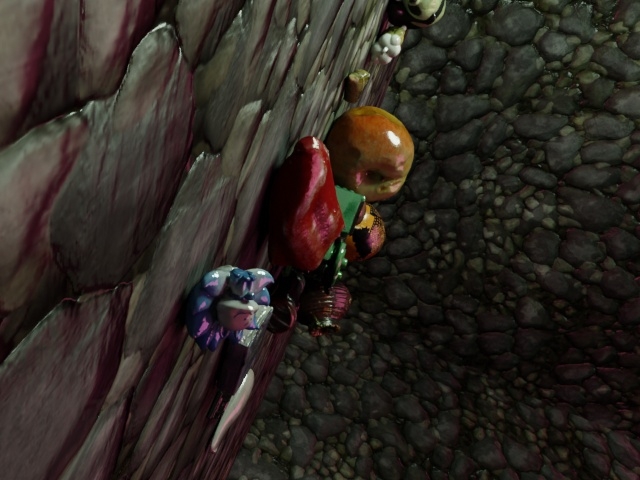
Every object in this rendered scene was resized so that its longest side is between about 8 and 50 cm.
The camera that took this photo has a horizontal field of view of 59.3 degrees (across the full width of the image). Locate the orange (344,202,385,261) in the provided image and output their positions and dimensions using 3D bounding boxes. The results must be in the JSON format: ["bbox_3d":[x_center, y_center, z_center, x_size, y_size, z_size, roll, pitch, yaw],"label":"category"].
[{"bbox_3d":[0.095,-0.038,1.816,0.182,0.234,0.234,-43,164,-30],"label":"orange"}]

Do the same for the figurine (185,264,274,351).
[{"bbox_3d":[-0.104,0.079,0.617,0.114,0.079,0.114,-38,140,-40],"label":"figurine"}]

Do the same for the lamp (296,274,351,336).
[{"bbox_3d":[0.000,0.232,2.060,0.247,0.246,0.247,22,90,-87],"label":"lamp"}]

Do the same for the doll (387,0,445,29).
[{"bbox_3d":[0.249,-0.610,1.416,0.234,0.135,0.144,-40,150,-75],"label":"doll"}]

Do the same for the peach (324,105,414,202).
[{"bbox_3d":[0.102,-0.202,1.283,0.236,0.214,0.214,-94,-160,-55],"label":"peach"}]

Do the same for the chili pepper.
[{"bbox_3d":[-0.033,-0.056,0.859,0.144,0.136,0.253,-23,154,-8],"label":"chili pepper"}]

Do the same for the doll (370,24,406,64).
[{"bbox_3d":[0.171,-0.497,1.422,0.106,0.062,0.162,-42,-165,31],"label":"doll"}]

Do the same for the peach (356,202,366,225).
[{"bbox_3d":[0.058,-0.105,1.635,0.152,0.152,0.152,22,90,-87],"label":"peach"}]

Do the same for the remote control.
[{"bbox_3d":[-0.217,0.425,1.408,0.073,0.044,0.229,113,1,-53],"label":"remote control"}]

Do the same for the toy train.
[{"bbox_3d":[0.000,0.000,1.264,0.266,0.145,0.202,104,6,-72],"label":"toy train"}]

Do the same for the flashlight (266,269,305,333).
[{"bbox_3d":[-0.083,0.141,1.363,0.232,0.092,0.093,-60,172,-72],"label":"flashlight"}]

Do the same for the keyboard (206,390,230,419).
[{"bbox_3d":[-0.217,0.357,1.220,0.204,0.013,0.061,103,10,-73],"label":"keyboard"}]

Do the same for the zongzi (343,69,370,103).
[{"bbox_3d":[0.064,-0.316,1.175,0.083,0.040,0.076,-44,165,-53],"label":"zongzi"}]

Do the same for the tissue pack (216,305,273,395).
[{"bbox_3d":[-0.143,0.199,1.045,0.112,0.051,0.156,-62,174,-50],"label":"tissue pack"}]
